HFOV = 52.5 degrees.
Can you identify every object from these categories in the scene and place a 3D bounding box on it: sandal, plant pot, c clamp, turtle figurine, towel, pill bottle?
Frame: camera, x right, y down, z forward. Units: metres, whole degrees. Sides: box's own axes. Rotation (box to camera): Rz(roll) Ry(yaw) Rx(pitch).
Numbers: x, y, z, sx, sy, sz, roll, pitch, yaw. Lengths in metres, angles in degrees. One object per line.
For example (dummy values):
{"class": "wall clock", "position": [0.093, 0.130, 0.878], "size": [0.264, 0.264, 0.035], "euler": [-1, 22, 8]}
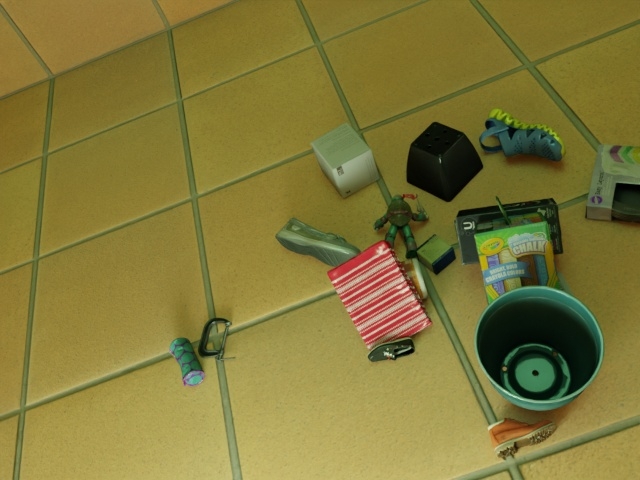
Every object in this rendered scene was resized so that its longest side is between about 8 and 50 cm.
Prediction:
{"class": "sandal", "position": [0.637, -0.313, 2.086], "size": [0.138, 0.126, 0.317], "euler": [-44, 42, -12]}
{"class": "plant pot", "position": [0.512, 0.281, 1.532], "size": [0.272, 0.255, 0.271], "euler": [-8, 60, 14]}
{"class": "c clamp", "position": [-0.312, 0.306, 2.004], "size": [0.137, 0.022, 0.160], "euler": [-12, 50, 19]}
{"class": "turtle figurine", "position": [0.245, -0.059, 2.029], "size": [0.176, 0.118, 0.234], "euler": [-7, 56, 16]}
{"class": "plant pot", "position": [0.393, -0.272, 2.106], "size": [0.188, 0.167, 0.187], "euler": [-44, 51, -17]}
{"class": "towel", "position": [0.163, 0.158, 1.806], "size": [0.199, 0.031, 0.274], "euler": [-29, 88, 8]}
{"class": "pill bottle", "position": [0.192, 0.136, 1.877], "size": [0.216, 0.121, 0.121], "euler": [-16, 48, 7]}

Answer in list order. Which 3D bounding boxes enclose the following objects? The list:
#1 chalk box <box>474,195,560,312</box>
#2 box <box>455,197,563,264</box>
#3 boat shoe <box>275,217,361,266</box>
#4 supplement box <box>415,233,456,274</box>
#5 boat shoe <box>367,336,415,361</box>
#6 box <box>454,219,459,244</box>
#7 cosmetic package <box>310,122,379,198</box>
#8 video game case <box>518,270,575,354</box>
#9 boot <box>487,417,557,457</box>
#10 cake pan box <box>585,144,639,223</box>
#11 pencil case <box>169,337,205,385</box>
{"class": "chalk box", "position": [0.498, 0.028, 1.660], "size": [0.179, 0.288, 0.180], "euler": [-10, 9, 16]}
{"class": "box", "position": [0.527, -0.027, 1.824], "size": [0.271, 0.143, 0.165], "euler": [-8, 7, 15]}
{"class": "boat shoe", "position": [0.000, 0.001, 2.070], "size": [0.321, 0.118, 0.103], "euler": [15, 63, 38]}
{"class": "supplement box", "position": [0.344, 0.042, 1.940], "size": [0.083, 0.056, 0.083], "euler": [-38, 49, -12]}
{"class": "boat shoe", "position": [0.194, 0.307, 1.784], "size": [0.133, 0.048, 0.042], "euler": [-18, 40, 1]}
{"class": "box", "position": [0.481, -0.033, 1.967], "size": [0.137, 0.027, 0.093], "euler": [-12, 50, 11]}
{"class": "cosmetic package", "position": [0.085, -0.276, 2.238], "size": [0.152, 0.151, 0.183], "euler": [-30, 49, -5]}
{"class": "video game case", "position": [0.594, 0.196, 1.740], "size": [0.194, 0.023, 0.212], "euler": [-19, 49, 5]}
{"class": "boot", "position": [0.480, 0.451, 1.553], "size": [0.158, 0.059, 0.084], "euler": [-22, 43, 5]}
{"class": "cake pan box", "position": [0.915, -0.160, 1.879], "size": [0.246, 0.070, 0.266], "euler": [8, 56, 29]}
{"class": "pencil case", "position": [-0.405, 0.366, 1.957], "size": [0.070, 0.064, 0.151], "euler": [-22, 45, -18]}
